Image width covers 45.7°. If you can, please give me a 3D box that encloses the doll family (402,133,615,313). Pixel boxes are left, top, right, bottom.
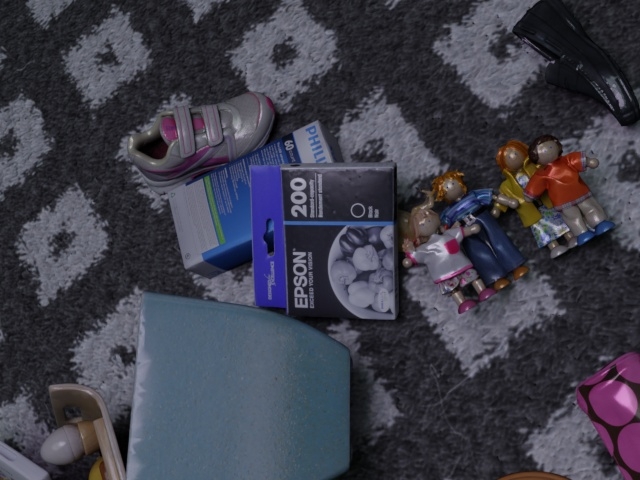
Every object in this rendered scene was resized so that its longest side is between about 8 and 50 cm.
[{"bbox_3d":[0.224,-0.032,0.961,0.263,0.118,0.163,-31,83,9],"label":"doll family"}]

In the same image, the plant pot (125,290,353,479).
[{"bbox_3d":[-0.091,0.209,0.945,0.252,0.247,0.248,2,74,-4],"label":"plant pot"}]

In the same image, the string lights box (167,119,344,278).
[{"bbox_3d":[-0.086,-0.056,1.114,0.259,0.077,0.133,-23,68,15],"label":"string lights box"}]

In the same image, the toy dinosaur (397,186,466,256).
[{"bbox_3d":[0.130,-0.026,1.040,0.183,0.053,0.093,17,99,21],"label":"toy dinosaur"}]

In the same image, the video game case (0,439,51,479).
[{"bbox_3d":[-0.444,0.364,1.084,0.206,0.227,0.026,21,40,26],"label":"video game case"}]

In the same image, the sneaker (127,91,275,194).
[{"bbox_3d":[-0.188,-0.157,1.166,0.252,0.111,0.103,-27,66,13],"label":"sneaker"}]

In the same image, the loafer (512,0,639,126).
[{"bbox_3d":[0.333,-0.226,0.993,0.078,0.076,0.223,-36,60,15],"label":"loafer"}]

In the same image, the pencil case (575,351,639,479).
[{"bbox_3d":[0.365,0.233,0.836,0.098,0.095,0.209,-38,61,27],"label":"pencil case"}]

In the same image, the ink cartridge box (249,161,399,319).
[{"bbox_3d":[0.000,0.000,1.020,0.208,0.045,0.206,0,101,14],"label":"ink cartridge box"}]

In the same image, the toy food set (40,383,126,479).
[{"bbox_3d":[-0.297,0.359,0.996,0.092,0.220,0.306,-14,65,-22],"label":"toy food set"}]

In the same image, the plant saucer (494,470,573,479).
[{"bbox_3d":[0.250,0.368,0.871,0.200,0.037,0.200,-7,72,21],"label":"plant saucer"}]
